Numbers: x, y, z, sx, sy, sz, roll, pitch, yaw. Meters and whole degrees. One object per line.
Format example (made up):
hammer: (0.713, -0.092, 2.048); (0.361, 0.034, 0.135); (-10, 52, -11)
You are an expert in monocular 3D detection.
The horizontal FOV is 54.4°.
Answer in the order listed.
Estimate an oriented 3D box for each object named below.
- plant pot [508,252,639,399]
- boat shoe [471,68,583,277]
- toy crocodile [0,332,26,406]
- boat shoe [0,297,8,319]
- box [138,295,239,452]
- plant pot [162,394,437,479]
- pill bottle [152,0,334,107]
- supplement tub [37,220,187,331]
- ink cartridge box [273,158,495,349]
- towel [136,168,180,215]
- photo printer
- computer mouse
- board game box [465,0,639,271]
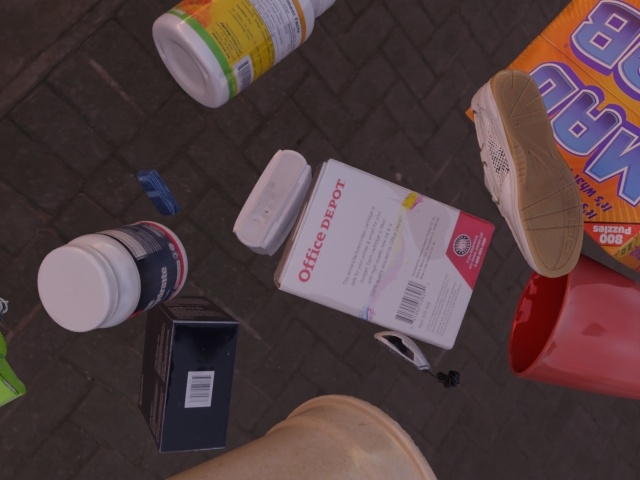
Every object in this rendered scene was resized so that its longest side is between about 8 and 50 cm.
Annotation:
plant pot: (0.523, 0.170, 1.180); (0.243, 0.275, 0.275); (19, 84, 3)
boat shoe: (0.270, -0.084, 0.837); (0.098, 0.096, 0.277); (-10, 84, -20)
toy crocodile: (-0.545, 0.112, 0.863); (0.115, 0.105, 0.340); (-32, 118, 5)
boat shoe: (-0.751, 0.137, 1.376); (0.099, 0.319, 0.116); (-14, 77, -42)
box: (-0.367, 0.346, 1.695); (0.179, 0.312, 0.343); (5, 96, -27)
plant pot: (-0.072, 0.359, 0.675); (0.305, 0.334, 0.334); (1, 94, -43)
pill bottle: (-0.096, -0.307, 0.863); (0.245, 0.136, 0.136); (-43, 116, -20)
supplement tub: (-0.420, 0.069, 1.292); (0.272, 0.191, 0.191); (-28, 115, -68)
ink cartridge box: (0.103, 0.022, 1.046); (0.306, 0.131, 0.226); (22, 88, -8)
towel: (-0.377, -0.109, 1.439); (0.029, 0.067, 0.119); (-53, 128, -37)
photo printer: (-0.116, -0.086, 1.618); (0.107, 0.307, 0.256); (29, 86, 3)
computer mouse: (0.197, 0.235, 1.273); (0.193, 0.106, 0.042); (34, 80, 12)
board game box: (0.557, -0.202, 1.114); (0.356, 0.356, 0.356); (-47, 152, 19)
